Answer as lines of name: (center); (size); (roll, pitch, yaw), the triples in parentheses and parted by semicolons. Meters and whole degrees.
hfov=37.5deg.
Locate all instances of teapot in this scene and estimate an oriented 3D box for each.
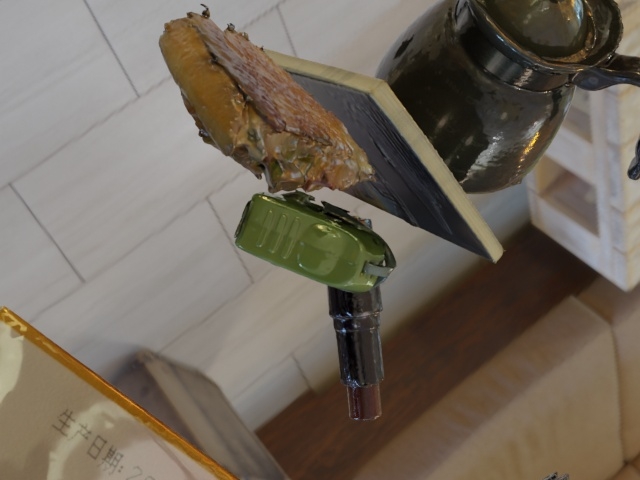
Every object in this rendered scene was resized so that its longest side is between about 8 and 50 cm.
teapot: (0.222, -0.175, 1.029); (0.223, 0.305, 0.285); (-28, 165, -28)

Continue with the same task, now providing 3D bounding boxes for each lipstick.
lipstick: (0.052, 0.113, 1.367); (0.081, 0.081, 0.300); (-10, 96, -35)

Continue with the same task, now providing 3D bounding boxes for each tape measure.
tape measure: (0.000, 0.000, 1.082); (0.154, 0.177, 0.088); (-68, -178, -84)

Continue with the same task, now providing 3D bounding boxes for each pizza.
pizza: (-0.043, -0.089, 0.701); (0.069, 0.147, 0.226); (-42, 168, 14)

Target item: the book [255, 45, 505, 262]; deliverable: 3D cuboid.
book: (0.033, -0.114, 1.096); (0.028, 0.374, 0.262); (-48, 124, -9)

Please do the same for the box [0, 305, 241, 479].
box: (-0.170, 0.241, 0.589); (0.260, 0.283, 0.214); (-54, -177, -23)

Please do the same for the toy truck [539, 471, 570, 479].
toy truck: (0.157, 0.177, 0.644); (0.083, 0.024, 0.032); (10, 88, -63)
